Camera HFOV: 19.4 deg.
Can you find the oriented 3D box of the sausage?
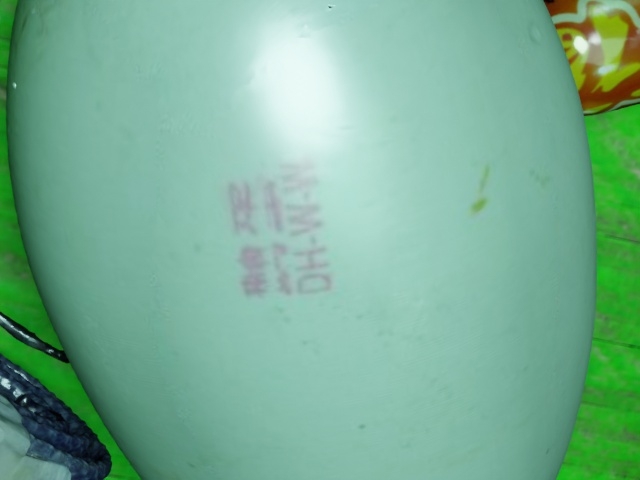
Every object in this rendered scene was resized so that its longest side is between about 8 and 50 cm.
[{"bbox_3d":[0.194,-0.112,0.897,0.264,0.083,0.083,-16,114,-15],"label":"sausage"}]

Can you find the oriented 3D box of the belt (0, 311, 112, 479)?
[{"bbox_3d":[-0.195,0.060,0.756,0.230,0.139,0.126,36,93,-26],"label":"belt"}]

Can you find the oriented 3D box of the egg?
[{"bbox_3d":[0.000,0.000,0.766,0.230,0.230,0.371,-23,120,-14],"label":"egg"}]
